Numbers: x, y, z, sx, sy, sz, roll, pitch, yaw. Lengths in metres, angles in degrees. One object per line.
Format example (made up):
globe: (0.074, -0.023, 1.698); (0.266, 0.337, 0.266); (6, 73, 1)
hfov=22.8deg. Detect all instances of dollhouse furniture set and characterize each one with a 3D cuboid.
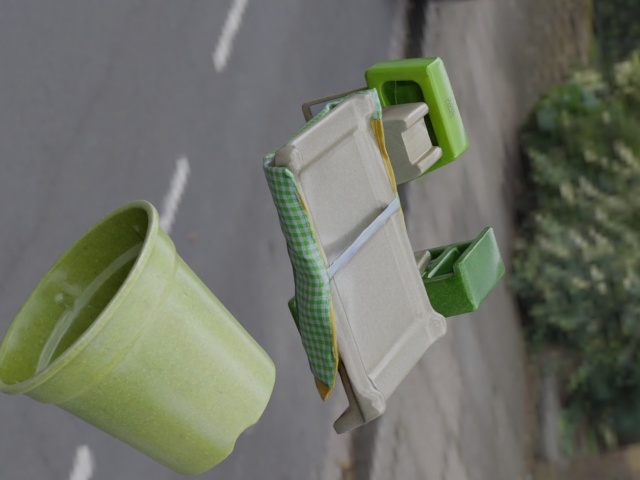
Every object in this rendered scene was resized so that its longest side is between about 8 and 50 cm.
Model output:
dollhouse furniture set: (0.000, 0.000, 1.150); (0.301, 0.151, 0.198); (-42, 116, -60)

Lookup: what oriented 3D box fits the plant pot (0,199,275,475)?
plant pot: (-0.201, 0.138, 1.876); (0.254, 0.276, 0.276); (42, 31, -22)
